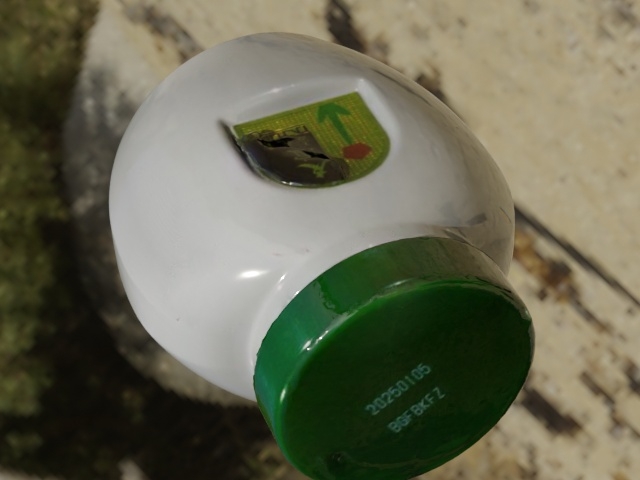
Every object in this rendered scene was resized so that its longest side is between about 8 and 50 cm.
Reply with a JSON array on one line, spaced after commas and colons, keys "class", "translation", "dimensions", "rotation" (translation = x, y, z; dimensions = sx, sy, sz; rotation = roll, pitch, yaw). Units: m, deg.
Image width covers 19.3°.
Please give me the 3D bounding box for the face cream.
[{"class": "face cream", "translation": [0.000, 0.000, 1.484], "dimensions": [0.357, 0.312, 0.219], "rotation": [-121, 22, -43]}]
